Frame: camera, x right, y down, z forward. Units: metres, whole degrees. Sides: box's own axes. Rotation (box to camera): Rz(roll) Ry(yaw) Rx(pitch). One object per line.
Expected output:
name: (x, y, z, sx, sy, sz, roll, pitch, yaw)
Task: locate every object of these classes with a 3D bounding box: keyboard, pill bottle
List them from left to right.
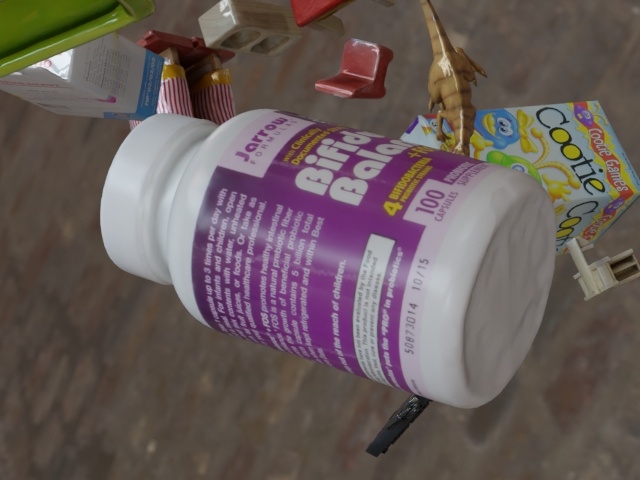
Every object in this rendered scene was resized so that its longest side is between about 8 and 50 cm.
pill bottle: (0.000, 0.000, 1.266, 0.302, 0.169, 0.169, 16, 82, 27)
keyboard: (0.111, 0.179, 1.998, 0.180, 0.023, 0.108, -53, -5, 37)

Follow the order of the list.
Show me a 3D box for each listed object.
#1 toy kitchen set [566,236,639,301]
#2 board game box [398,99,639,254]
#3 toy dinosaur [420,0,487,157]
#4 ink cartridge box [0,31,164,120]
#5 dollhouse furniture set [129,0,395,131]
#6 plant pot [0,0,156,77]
toy kitchen set: (0.325, 0.018, 2.004, 0.068, 0.075, 0.083, 65, 168, 7)
board game box: (0.225, -0.066, 2.152, 0.142, 0.275, 0.144, -52, 54, 48)
toy dinosaur: (0.121, -0.164, 1.686, 0.112, 0.064, 0.211, 12, -118, -82)
ink cartridge box: (-0.222, -0.152, 1.502, 0.104, 0.181, 0.061, 5, 83, 25)
dollhouse furniture set: (-0.083, -0.186, 2.110, 0.374, 0.152, 0.201, -28, 70, 38)
plant pot: (-0.240, -0.191, 0.982, 0.227, 0.228, 0.207, 6, -116, -87)
